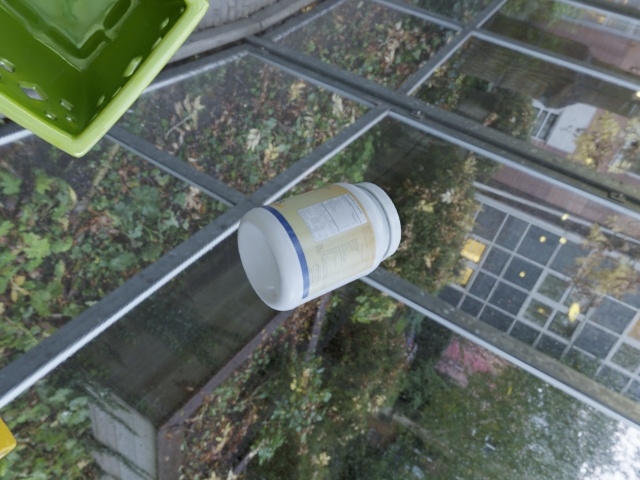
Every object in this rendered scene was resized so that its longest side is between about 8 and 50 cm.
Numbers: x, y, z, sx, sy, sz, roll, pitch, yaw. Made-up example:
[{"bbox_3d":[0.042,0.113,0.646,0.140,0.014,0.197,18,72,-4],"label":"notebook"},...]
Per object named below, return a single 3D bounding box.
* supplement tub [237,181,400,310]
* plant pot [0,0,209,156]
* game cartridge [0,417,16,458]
[{"bbox_3d":[0.000,0.000,1.005,0.317,0.228,0.228,-21,141,-30],"label":"supplement tub"},{"bbox_3d":[-0.287,-0.267,0.492,0.228,0.207,0.227,-45,123,8],"label":"plant pot"},{"bbox_3d":[-0.422,0.078,0.333,0.053,0.323,0.285,-40,173,-6],"label":"game cartridge"}]
